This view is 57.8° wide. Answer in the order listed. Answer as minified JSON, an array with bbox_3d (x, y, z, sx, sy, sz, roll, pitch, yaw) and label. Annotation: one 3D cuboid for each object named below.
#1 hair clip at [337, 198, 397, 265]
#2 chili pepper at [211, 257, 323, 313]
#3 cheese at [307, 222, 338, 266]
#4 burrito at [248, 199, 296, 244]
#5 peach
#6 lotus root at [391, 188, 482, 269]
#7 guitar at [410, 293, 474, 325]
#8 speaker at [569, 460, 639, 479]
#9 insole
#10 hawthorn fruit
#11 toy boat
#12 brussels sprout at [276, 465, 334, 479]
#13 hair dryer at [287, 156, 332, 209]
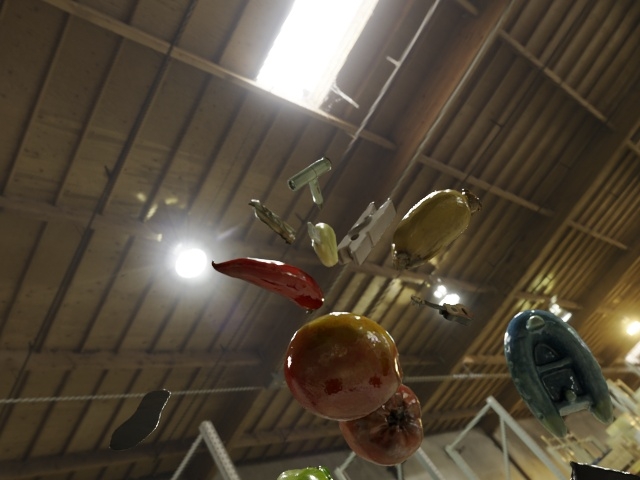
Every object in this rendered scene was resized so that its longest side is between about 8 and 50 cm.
[{"bbox_3d":[0.164,-0.029,2.030,0.331,0.101,0.085,-53,-47,-43],"label":"hair clip"},{"bbox_3d":[-0.097,0.108,1.488,0.368,0.137,0.092,35,-123,-40],"label":"chili pepper"},{"bbox_3d":[0.000,0.000,1.616,0.050,0.127,0.255,-13,-13,11],"label":"cheese"},{"bbox_3d":[-0.142,-0.057,1.710,0.042,0.171,0.051,-52,1,26],"label":"burrito"},{"bbox_3d":[0.066,0.353,1.624,0.332,0.308,0.308,5,-46,7],"label":"peach"},{"bbox_3d":[0.282,-0.039,1.474,0.303,0.131,0.146,-38,-9,-21],"label":"lotus root"},{"bbox_3d":[0.391,0.224,1.897,0.271,0.084,0.038,16,-65,-30],"label":"guitar"},{"bbox_3d":[0.627,0.660,1.231,0.388,0.180,0.184,57,-131,-34],"label":"speaker"},{"bbox_3d":[-0.535,0.536,1.748,0.119,0.348,0.009,-2,-78,2],"label":"insole"},{"bbox_3d":[0.184,0.563,1.813,0.284,0.284,0.284,-23,-42,-22],"label":"hawthorn fruit"},{"bbox_3d":[0.590,0.316,1.457,0.215,0.330,0.123,-16,-34,2],"label":"toy boat"},{"bbox_3d":[-0.032,0.610,1.196,0.227,0.294,0.260,-8,-72,-6],"label":"brussels sprout"},{"bbox_3d":[-0.026,-0.146,1.785,0.155,0.044,0.183,-34,-42,-30],"label":"hair dryer"}]
